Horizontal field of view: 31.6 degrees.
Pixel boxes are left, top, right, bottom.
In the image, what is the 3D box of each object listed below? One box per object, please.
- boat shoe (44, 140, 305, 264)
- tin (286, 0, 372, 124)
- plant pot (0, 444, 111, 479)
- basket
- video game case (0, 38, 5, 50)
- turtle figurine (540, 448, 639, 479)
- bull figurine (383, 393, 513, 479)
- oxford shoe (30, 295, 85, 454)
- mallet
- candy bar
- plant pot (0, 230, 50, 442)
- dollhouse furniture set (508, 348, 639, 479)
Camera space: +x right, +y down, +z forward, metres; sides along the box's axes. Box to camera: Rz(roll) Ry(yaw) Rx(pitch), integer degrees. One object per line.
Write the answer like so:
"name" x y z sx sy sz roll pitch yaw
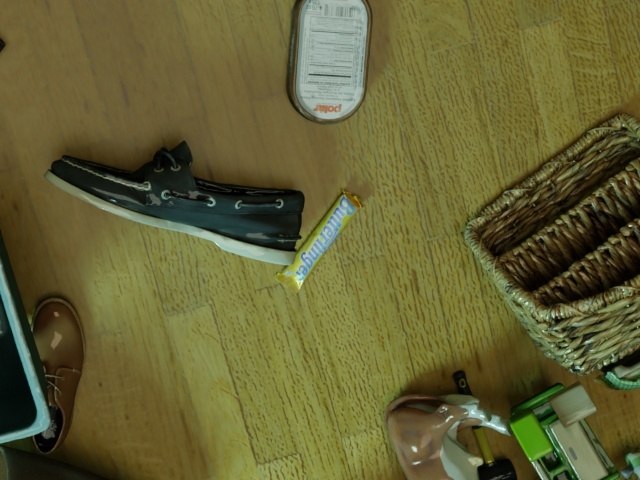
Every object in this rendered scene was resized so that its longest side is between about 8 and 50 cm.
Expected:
"boat shoe" -0.173 -0.067 1.439 0.340 0.127 0.113 19 98 -15
"tin" 0.011 -0.245 1.476 0.106 0.040 0.190 3 103 -6
"plant pot" -0.331 0.390 1.492 0.230 0.215 0.215 12 101 -27
"basket" 0.380 0.005 1.504 0.299 0.213 0.223 -34 107 -1
"video game case" -0.533 -0.176 1.311 0.035 0.248 0.275 42 95 27
"turtle figurine" 0.458 0.416 1.674 0.266 0.275 0.198 1 127 10
"bull figurine" 0.199 0.354 1.591 0.188 0.101 0.310 -19 102 26
"oxford shoe" -0.351 0.181 1.493 0.076 0.076 0.212 2 101 -9
"mallet" 0.221 0.281 1.638 0.062 0.039 0.190 -28 101 0
"candy bar" 0.000 0.000 1.540 0.040 0.018 0.161 36 96 -16
"plant pot" -0.468 0.105 1.362 0.248 0.252 0.247 -15 104 -6
"dollhouse furniture set" 0.418 0.232 1.509 0.301 0.197 0.151 -30 84 5
